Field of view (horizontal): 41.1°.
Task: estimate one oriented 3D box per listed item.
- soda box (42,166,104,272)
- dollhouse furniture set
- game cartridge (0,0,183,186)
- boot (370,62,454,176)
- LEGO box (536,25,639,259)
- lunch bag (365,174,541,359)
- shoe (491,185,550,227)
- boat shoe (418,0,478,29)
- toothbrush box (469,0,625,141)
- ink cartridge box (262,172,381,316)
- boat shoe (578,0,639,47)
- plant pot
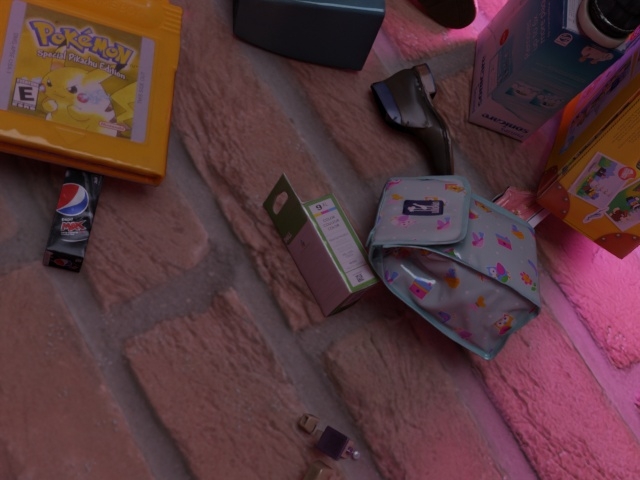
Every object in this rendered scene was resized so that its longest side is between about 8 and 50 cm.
[{"bbox_3d":[-0.346,-0.044,1.211,0.053,0.060,0.168,14,62,-16],"label":"soda box"},{"bbox_3d":[0.000,0.320,1.209,0.081,0.091,0.114,40,76,-48],"label":"dollhouse furniture set"},{"bbox_3d":[-0.350,-0.256,1.236,0.285,0.053,0.323,12,65,-24],"label":"game cartridge"},{"bbox_3d":[0.162,-0.196,1.489,0.106,0.082,0.219,-14,75,-3],"label":"boot"},{"bbox_3d":[0.605,-0.268,1.394,0.193,0.500,0.372,34,45,-3],"label":"LEGO box"},{"bbox_3d":[0.196,0.017,1.308,0.262,0.160,0.223,31,33,-9],"label":"lunch bag"},{"bbox_3d":[0.365,-0.072,1.501,0.178,0.063,0.081,-38,87,-27],"label":"shoe"},{"bbox_3d":[0.205,-0.541,1.610,0.302,0.109,0.098,50,41,-14],"label":"boat shoe"},{"bbox_3d":[0.394,-0.347,1.506,0.126,0.295,0.216,18,62,-14],"label":"toothbrush box"},{"bbox_3d":[0.000,0.000,1.298,0.062,0.109,0.209,-23,76,-29],"label":"ink cartridge box"},{"bbox_3d":[0.502,-0.460,1.362,0.127,0.113,0.340,33,59,-6],"label":"boat shoe"},{"bbox_3d":[-0.028,-0.410,1.454,0.234,0.165,0.165,2,66,-12],"label":"plant pot"}]
